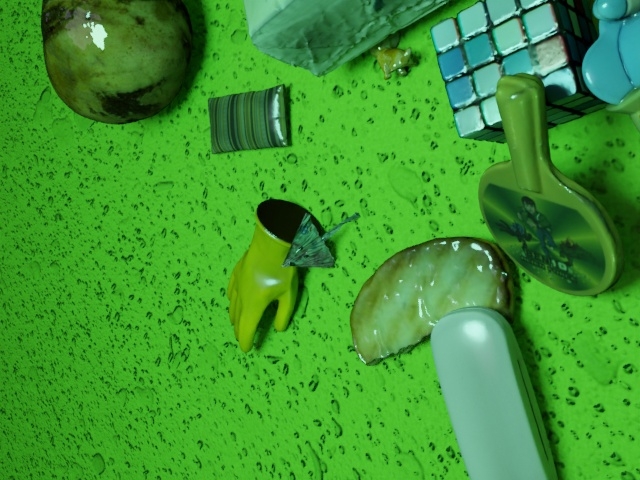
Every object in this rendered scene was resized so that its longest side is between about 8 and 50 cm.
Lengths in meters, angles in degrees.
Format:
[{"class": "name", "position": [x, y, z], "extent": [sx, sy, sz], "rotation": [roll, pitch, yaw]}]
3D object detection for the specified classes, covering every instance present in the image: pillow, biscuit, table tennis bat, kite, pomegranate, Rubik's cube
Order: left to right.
[{"class": "pomegranate", "position": [-0.393, -0.386, 1.216], "extent": [0.322, 0.322, 0.322], "rotation": [3, 94, 39]}, {"class": "pillow", "position": [-0.138, -0.221, 1.173], "extent": [0.203, 0.038, 0.113], "rotation": [3, 97, 40]}, {"class": "kite", "position": [0.000, 0.000, 1.034], "extent": [0.156, 0.139, 0.011], "rotation": [-35, 47, -4]}, {"class": "biscuit", "position": [0.151, 0.086, 0.950], "extent": [0.299, 0.045, 0.154], "rotation": [-26, 83, 37]}, {"class": "Rubik's cube", "position": [0.251, -0.217, 0.783], "extent": [0.155, 0.154, 0.151], "rotation": [-17, 83, 39]}, {"class": "table tennis bat", "position": [0.258, -0.054, 0.742], "extent": [0.198, 0.050, 0.321], "rotation": [31, 155, 47]}]

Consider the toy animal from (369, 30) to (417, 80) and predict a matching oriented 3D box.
[{"class": "toy animal", "position": [0.105, -0.292, 0.961], "extent": [0.081, 0.060, 0.083], "rotation": [118, 133, -72]}]

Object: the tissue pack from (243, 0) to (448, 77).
[{"class": "tissue pack", "position": [0.017, -0.472, 0.896], "extent": [0.297, 0.207, 0.381], "rotation": [-22, 69, 37]}]

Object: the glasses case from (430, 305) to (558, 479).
[{"class": "glasses case", "position": [0.236, 0.235, 0.859], "extent": [0.113, 0.075, 0.297], "rotation": [-15, 94, 37]}]

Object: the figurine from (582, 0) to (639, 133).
[{"class": "figurine", "position": [0.371, -0.235, 0.681], "extent": [0.153, 0.179, 0.262], "rotation": [-18, 89, 58]}]

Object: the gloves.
[{"class": "gloves", "position": [-0.108, 0.075, 1.144], "extent": [0.133, 0.116, 0.294], "rotation": [-109, 37, -47]}]
